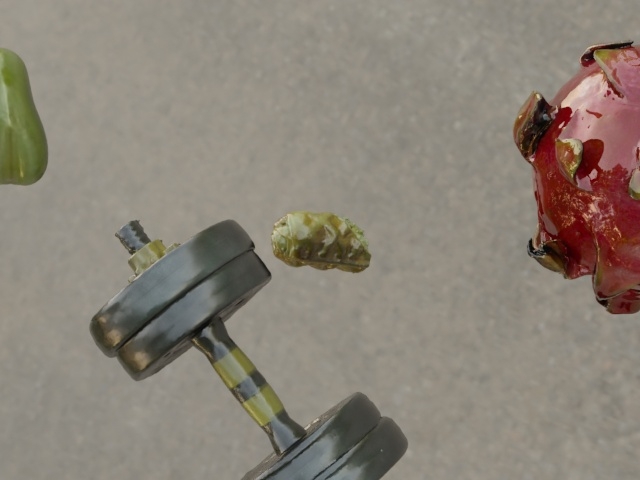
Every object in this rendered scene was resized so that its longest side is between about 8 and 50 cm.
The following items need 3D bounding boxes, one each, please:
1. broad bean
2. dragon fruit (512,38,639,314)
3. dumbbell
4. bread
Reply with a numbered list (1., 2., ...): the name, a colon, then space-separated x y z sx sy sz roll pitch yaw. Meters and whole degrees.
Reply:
1. broad bean: -0.187 -0.073 0.888 0.063 0.045 0.083 167 97 -80
2. dragon fruit: 0.166 -0.035 0.766 0.166 0.136 0.133 87 -175 -47
3. dumbbell: -0.070 0.140 1.432 0.185 0.185 0.388 -39 86 31
4. bread: 0.000 0.000 1.574 0.066 0.110 0.060 126 145 -49
